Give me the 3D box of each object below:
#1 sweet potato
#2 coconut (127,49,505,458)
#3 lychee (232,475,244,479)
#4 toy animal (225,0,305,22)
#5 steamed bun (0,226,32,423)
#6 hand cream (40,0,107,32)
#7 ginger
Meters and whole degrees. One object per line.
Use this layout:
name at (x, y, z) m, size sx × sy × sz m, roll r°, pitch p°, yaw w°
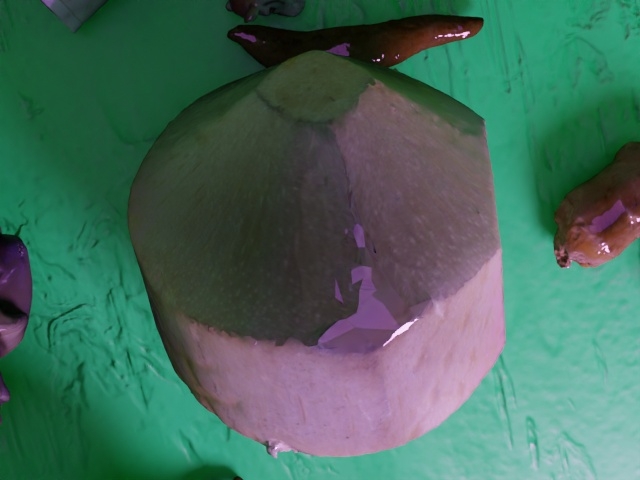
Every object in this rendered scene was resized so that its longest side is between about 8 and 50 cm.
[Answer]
sweet potato at (0.038, -0.183, 0.870) m, size 0.250 × 0.069 × 0.059 m, roll -6°, pitch 139°, yaw -1°
coconut at (0.000, 0.000, 0.780) m, size 0.353 × 0.352 × 0.352 m, roll 0°, pitch 99°, yaw -2°
lychee at (-0.162, 0.354, 0.872) m, size 0.255 × 0.300 × 0.255 m, roll 11°, pitch 122°, yaw 18°
toy animal at (-0.021, -0.334, 0.818) m, size 0.170 × 0.090 × 0.255 m, roll -17°, pitch 108°, yaw -14°
steamed bun at (-0.367, 0.080, 0.809) m, size 0.206 × 0.275 × 0.320 m, roll 1°, pitch 135°, yaw -14°
hand cream at (-0.148, -0.331, 0.850) m, size 0.312 × 0.070 × 0.111 m, roll -45°, pitch 96°, yaw -3°
ginger at (0.311, -0.039, 0.900) m, size 0.190 × 0.069 × 0.095 m, roll -33°, pitch 120°, yaw 3°
